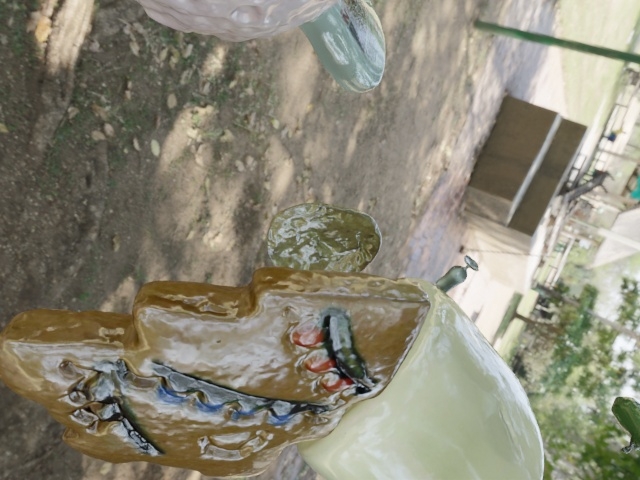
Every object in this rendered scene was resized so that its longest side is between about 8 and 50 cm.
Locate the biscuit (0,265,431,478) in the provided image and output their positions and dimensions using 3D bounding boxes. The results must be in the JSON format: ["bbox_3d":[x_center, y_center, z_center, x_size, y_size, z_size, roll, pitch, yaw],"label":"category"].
[{"bbox_3d":[-0.062,0.101,0.389,0.301,0.043,0.278,-29,132,19],"label":"biscuit"}]

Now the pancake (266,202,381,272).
[{"bbox_3d":[0.000,0.000,1.097,0.050,0.241,0.242,-94,-175,-46],"label":"pancake"}]

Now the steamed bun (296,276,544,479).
[{"bbox_3d":[0.183,0.268,0.910,0.290,0.371,0.456,-43,-170,18],"label":"steamed bun"}]

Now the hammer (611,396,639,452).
[{"bbox_3d":[0.497,0.327,0.668,0.119,0.335,0.206,-13,128,-22],"label":"hammer"}]

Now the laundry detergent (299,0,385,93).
[{"bbox_3d":[0.022,-0.539,1.244,0.398,0.124,0.264,25,64,-57],"label":"laundry detergent"}]

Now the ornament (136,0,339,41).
[{"bbox_3d":[-0.060,-0.269,0.386,0.259,0.259,0.225,-46,122,-35],"label":"ornament"}]

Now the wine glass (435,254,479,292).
[{"bbox_3d":[0.252,0.065,1.002,0.083,0.039,0.042,-44,175,34],"label":"wine glass"}]
